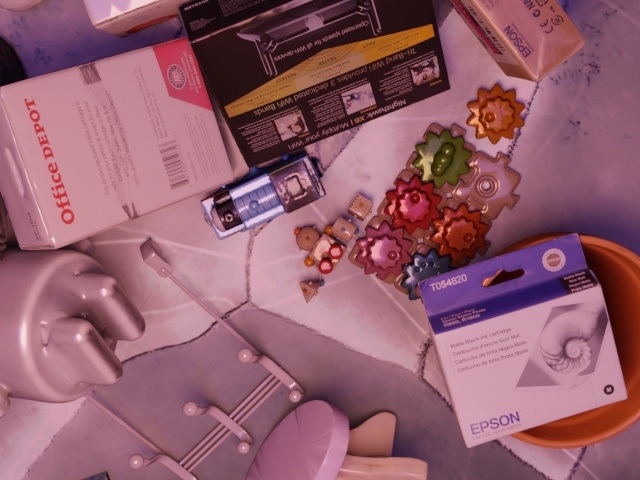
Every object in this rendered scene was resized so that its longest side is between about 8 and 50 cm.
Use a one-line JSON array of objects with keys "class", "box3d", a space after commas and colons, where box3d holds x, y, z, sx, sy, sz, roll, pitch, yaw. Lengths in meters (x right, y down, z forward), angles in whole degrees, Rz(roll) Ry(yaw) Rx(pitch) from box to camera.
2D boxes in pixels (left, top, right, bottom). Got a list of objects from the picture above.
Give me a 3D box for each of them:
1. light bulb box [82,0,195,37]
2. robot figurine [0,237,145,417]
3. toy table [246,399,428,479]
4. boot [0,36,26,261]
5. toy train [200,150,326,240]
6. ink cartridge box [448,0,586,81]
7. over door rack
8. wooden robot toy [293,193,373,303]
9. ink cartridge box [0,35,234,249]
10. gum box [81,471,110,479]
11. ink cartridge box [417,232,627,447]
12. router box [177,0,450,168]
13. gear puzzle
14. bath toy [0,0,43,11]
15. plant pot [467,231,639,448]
[{"class": "light bulb box", "box3d": [-0.178, -0.490, 1.279, 0.358, 0.225, 0.361, -22, 99, 1]}, {"class": "robot figurine", "box3d": [-0.413, 0.108, 1.350, 0.354, 0.300, 0.199, 3, 137, 26]}, {"class": "toy table", "box3d": [0.018, 0.340, 1.440, 0.161, 0.274, 0.252, 24, 64, -17]}, {"class": "boot", "box3d": [-0.628, -0.081, 1.359, 0.445, 0.366, 0.146, -12, 146, 19]}, {"class": "toy train", "box3d": [-0.079, -0.063, 1.417, 0.184, 0.105, 0.080, -24, 100, 1]}, {"class": "ink cartridge box", "box3d": [0.229, -0.327, 1.343, 0.088, 0.193, 0.234, -40, 99, 6]}, {"class": "over door rack", "box3d": [-0.216, 0.198, 1.456, 0.239, 0.108, 0.324, -44, 99, 4]}, {"class": "wooden robot toy", "box3d": [0.000, 0.000, 1.454, 0.079, 0.076, 0.173, 33, 96, 3]}, {"class": "ink cartridge box", "box3d": [-0.279, -0.129, 1.319, 0.283, 0.117, 0.207, -24, 103, -36]}, {"class": "gum box", "box3d": [-0.381, 0.452, 1.524, 0.185, 0.041, 0.156, -19, 101, 1]}, {"class": "ink cartridge box", "box3d": [0.258, 0.128, 1.292, 0.223, 0.045, 0.223, -18, 100, 0]}, {"class": "router box", "box3d": [0.001, -0.251, 1.335, 0.309, 0.081, 0.243, -21, 140, 0]}, {"class": "gear puzzle", "box3d": [0.196, -0.067, 1.461, 0.176, 0.044, 0.338, 31, 97, -7]}, {"class": "bath toy", "box3d": [-0.498, -0.441, 1.320, 0.151, 0.129, 0.348, -42, 100, 4]}, {"class": "plant pot", "box3d": [0.321, 0.118, 1.420, 0.291, 0.203, 0.290, 0, 100, -2]}]
